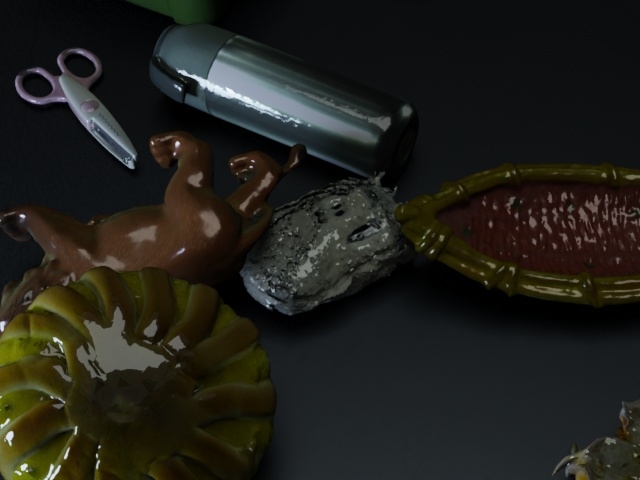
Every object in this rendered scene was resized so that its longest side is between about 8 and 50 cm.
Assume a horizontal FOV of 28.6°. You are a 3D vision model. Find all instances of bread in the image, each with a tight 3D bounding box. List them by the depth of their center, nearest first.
[{"bbox_3d":[-0.137,0.114,0.910,0.213,0.105,0.213,1,82,-4],"label":"bread"}]

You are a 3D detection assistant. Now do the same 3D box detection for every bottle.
[{"bbox_3d":[-0.038,-0.126,1.140,0.254,0.079,0.096,24,43,18],"label":"bottle"}]

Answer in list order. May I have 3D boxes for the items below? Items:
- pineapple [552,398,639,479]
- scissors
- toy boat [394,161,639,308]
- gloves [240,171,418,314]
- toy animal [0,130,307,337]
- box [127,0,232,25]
[{"bbox_3d":[0.248,0.199,0.866,0.186,0.114,0.236,20,53,17],"label":"pineapple"},{"bbox_3d":[-0.219,-0.123,1.183,0.085,0.022,0.176,-28,54,-21],"label":"scissors"},{"bbox_3d":[0.219,-0.010,1.030,0.318,0.099,0.141,-2,56,2],"label":"toy boat"},{"bbox_3d":[0.000,-0.002,1.051,0.153,0.070,0.114,-26,56,-15],"label":"gloves"},{"bbox_3d":[-0.150,0.015,1.013,0.312,0.097,0.157,-23,52,7],"label":"toy animal"},{"bbox_3d":[-0.131,-0.383,1.284,0.253,0.178,0.328,23,59,20],"label":"box"}]
